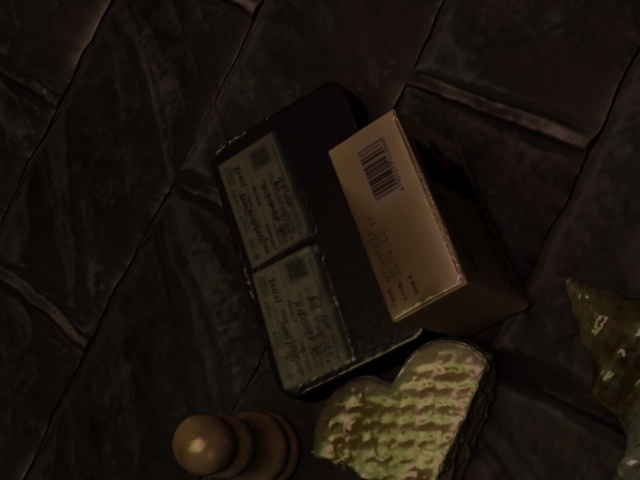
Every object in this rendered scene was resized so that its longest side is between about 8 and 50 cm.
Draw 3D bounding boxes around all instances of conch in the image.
[{"bbox_3d":[0.344,0.190,0.996,0.203,0.169,0.386,-51,54,39],"label":"conch"}]

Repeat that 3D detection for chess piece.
[{"bbox_3d":[-0.105,0.235,1.228,0.094,0.170,0.094,-7,76,29],"label":"chess piece"}]

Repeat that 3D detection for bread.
[{"bbox_3d":[0.106,0.208,1.178,0.232,0.064,0.172,-32,65,21],"label":"bread"}]

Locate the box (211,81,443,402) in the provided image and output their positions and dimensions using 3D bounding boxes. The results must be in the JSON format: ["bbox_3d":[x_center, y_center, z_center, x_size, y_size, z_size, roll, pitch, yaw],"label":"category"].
[{"bbox_3d":[0.000,0.000,1.296,0.211,0.058,0.350,-28,65,23],"label":"box"}]

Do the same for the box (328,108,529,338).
[{"bbox_3d":[0.118,-0.013,1.166,0.095,0.168,0.212,-31,65,23],"label":"box"}]
